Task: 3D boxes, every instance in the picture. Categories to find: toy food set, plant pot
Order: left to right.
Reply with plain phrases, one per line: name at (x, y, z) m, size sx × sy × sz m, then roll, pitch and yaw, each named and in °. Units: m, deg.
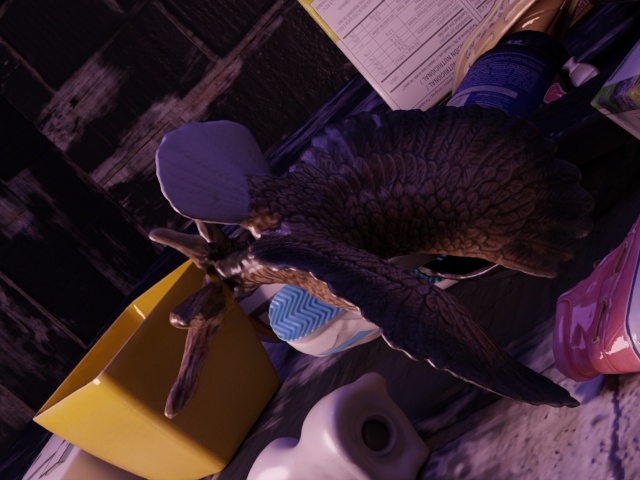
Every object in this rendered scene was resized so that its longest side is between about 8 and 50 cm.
plant pot at (-0.180, 0.177, 1.161) m, size 0.212 × 0.187 × 0.212 m, roll -31°, pitch 18°, yaw 49°
toy food set at (0.260, -0.136, 0.954) m, size 0.078 × 0.019 × 0.122 m, roll -52°, pitch 37°, yaw 10°

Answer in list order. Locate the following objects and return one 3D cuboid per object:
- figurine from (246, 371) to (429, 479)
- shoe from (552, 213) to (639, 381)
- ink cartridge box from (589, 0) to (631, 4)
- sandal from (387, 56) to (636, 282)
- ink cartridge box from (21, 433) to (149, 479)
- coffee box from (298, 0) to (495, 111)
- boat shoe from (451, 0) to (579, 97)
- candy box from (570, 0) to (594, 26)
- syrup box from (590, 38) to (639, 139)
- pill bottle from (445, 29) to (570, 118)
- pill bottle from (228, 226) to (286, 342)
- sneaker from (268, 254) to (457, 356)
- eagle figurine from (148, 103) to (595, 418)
figurine at (-0.034, 0.220, 0.761) m, size 0.215 × 0.092 × 0.209 m, roll -53°, pitch 9°, yaw -36°
shoe at (0.209, 0.017, 0.635) m, size 0.081 × 0.063 × 0.178 m, roll -25°, pitch 28°, yaw 47°
ink cartridge box at (0.379, -0.425, 1.192) m, size 0.114 × 0.197 × 0.273 m, roll -5°, pitch 26°, yaw 15°
sandal at (0.202, -0.049, 0.856) m, size 0.446 × 0.107 × 0.167 m, roll -30°, pitch 13°, yaw 12°
ink cartridge box at (-0.313, 0.325, 1.286) m, size 0.211 × 0.121 × 0.289 m, roll -40°, pitch 13°, yaw 27°
coffee box at (0.182, -0.428, 1.526) m, size 0.338 × 0.334 × 0.337 m, roll -41°, pitch 2°, yaw 20°
boat shoe at (0.239, -0.235, 1.181) m, size 0.089 × 0.105 × 0.285 m, roll -95°, pitch 17°, yaw -48°
candy box at (0.350, -0.324, 1.434) m, size 0.206 × 0.027 × 0.105 m, roll -42°, pitch 8°, yaw 18°
syrup box at (0.271, -0.109, 0.650) m, size 0.093 × 0.096 × 0.237 m, roll -53°, pitch -1°, yaw 7°
pill bottle at (0.204, -0.140, 1.058) m, size 0.123 × 0.123 × 0.219 m, roll -34°, pitch 17°, yaw 47°
pill bottle at (0.000, 0.000, 1.209) m, size 0.278 × 0.162 × 0.162 m, roll -38°, pitch 13°, yaw 32°
sneaker at (0.063, 0.046, 0.991) m, size 0.229 × 0.092 × 0.087 m, roll -25°, pitch 59°, yaw 12°
eagle figurine at (0.038, 0.012, 0.717) m, size 0.298 × 0.226 × 0.225 m, roll -7°, pitch -4°, yaw 30°
